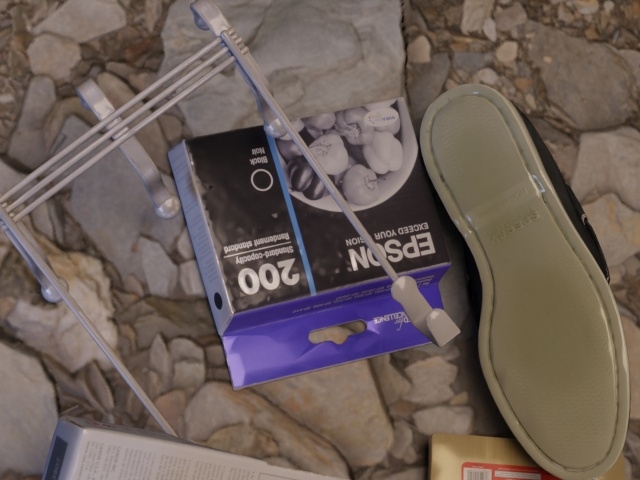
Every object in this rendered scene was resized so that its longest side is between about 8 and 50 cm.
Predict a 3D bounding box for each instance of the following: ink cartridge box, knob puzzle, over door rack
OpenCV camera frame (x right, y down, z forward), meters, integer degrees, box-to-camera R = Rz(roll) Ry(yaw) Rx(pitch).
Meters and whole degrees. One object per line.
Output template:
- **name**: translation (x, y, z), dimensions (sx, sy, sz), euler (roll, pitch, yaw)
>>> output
- **ink cartridge box**: translation (0.000, 0.000, 1.596), dimensions (0.206, 0.045, 0.208), euler (-13, 83, -23)
- **ink cartridge box**: translation (-0.104, 0.242, 1.436), dimensions (0.232, 0.066, 0.189), euler (14, 91, -31)
- **knob puzzle**: translation (0.167, 0.262, 1.595), dimensions (0.213, 0.030, 0.213), euler (4, 75, -16)
- **over door rack**: translation (-0.089, 0.011, 1.495), dimensions (0.239, 0.108, 0.324), euler (-37, 98, -5)

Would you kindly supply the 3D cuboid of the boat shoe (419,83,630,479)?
- **boat shoe**: translation (0.183, 0.035, 1.623), dimensions (0.127, 0.113, 0.340), euler (-29, 75, 19)
